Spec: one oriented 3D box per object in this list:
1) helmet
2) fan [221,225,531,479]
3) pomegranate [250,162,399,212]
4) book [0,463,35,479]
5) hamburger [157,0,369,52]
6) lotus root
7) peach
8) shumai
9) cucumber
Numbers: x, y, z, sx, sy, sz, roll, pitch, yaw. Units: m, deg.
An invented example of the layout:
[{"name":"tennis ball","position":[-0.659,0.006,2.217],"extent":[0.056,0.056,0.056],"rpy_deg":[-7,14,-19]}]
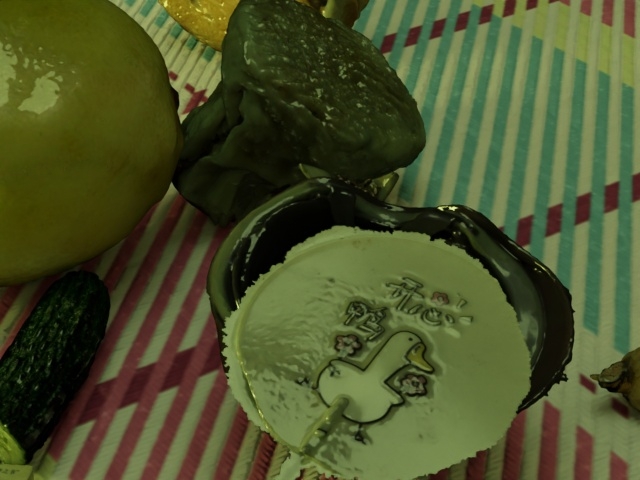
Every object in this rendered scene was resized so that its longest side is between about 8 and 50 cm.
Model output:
[{"name":"helmet","position":[0.051,0.095,1.235],"extent":[0.305,0.177,0.225],"rpy_deg":[23,52,15]},{"name":"fan","position":[0.002,0.136,1.080],"extent":[0.233,0.012,0.415],"rpy_deg":[24,53,19]},{"name":"pomegranate","position":[-0.002,0.007,1.388],"extent":[0.148,0.169,0.149],"rpy_deg":[4,75,-13]},{"name":"book","position":[-0.348,0.262,1.110],"extent":[0.201,0.026,0.289],"rpy_deg":[3,33,7]},{"name":"hamburger","position":[-0.073,-0.362,1.849],"extent":[0.318,0.319,0.158],"rpy_deg":[15,47,21]},{"name":"lotus root","position":[0.308,0.119,1.306],"extent":[0.151,0.063,0.072],"rpy_deg":[1,42,-5]},{"name":"peach","position":[-0.295,-0.106,1.427],"extent":[0.315,0.282,0.314],"rpy_deg":[-12,14,0]},{"name":"shumai","position":[-0.037,-0.120,1.584],"extent":[0.260,0.222,0.225],"rpy_deg":[10,47,-34]},{"name":"cucumber","position":[-0.237,0.104,1.316],"extent":[0.077,0.077,0.265],"rpy_deg":[8,33,12]}]
